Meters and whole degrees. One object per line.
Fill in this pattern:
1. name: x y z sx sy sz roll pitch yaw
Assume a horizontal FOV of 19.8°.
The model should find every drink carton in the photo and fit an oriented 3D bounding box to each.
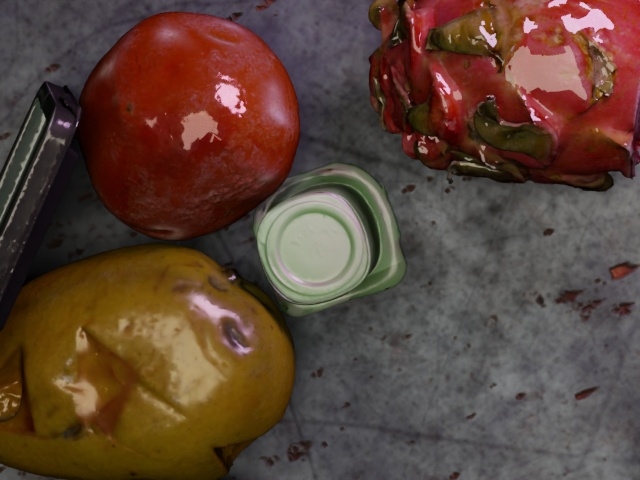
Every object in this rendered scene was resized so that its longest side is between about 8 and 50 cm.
1. drink carton: 0.000 0.000 1.850 0.146 0.142 0.144 -19 91 8

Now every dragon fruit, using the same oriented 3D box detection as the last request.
1. dragon fruit: 0.184 -0.177 1.778 0.291 0.250 0.269 12 90 19

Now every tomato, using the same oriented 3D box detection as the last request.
1. tomato: -0.136 -0.118 1.822 0.232 0.188 0.232 0 90 19

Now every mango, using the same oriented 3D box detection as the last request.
1. mango: -0.204 0.136 1.869 0.365 0.182 0.253 -13 95 17

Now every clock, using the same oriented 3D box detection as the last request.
1. clock: -0.302 -0.019 1.815 0.049 0.273 0.279 23 96 -14
